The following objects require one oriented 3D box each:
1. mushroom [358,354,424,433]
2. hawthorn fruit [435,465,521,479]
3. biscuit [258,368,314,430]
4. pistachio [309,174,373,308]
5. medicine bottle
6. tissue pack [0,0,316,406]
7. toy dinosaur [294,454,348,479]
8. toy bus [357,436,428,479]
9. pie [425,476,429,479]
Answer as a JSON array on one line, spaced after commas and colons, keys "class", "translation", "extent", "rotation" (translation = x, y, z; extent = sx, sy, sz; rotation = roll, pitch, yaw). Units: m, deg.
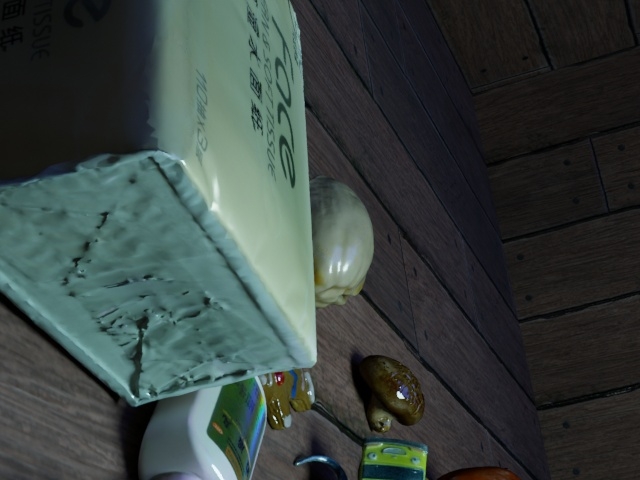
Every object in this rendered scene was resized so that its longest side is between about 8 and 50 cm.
[{"class": "mushroom", "translation": [0.103, 0.217, 1.751], "extent": [0.126, 0.085, 0.109], "rotation": [56, 23, -63]}, {"class": "hawthorn fruit", "translation": [0.227, 0.425, 1.841], "extent": [0.202, 0.185, 0.185], "rotation": [23, 42, -23]}, {"class": "biscuit", "translation": [-0.052, 0.146, 1.385], "extent": [0.205, 0.031, 0.138], "rotation": [11, 65, -71]}, {"class": "pistachio", "translation": [0.000, 0.000, 1.521], "extent": [0.215, 0.144, 0.144], "rotation": [-91, 160, -58]}, {"class": "medicine bottle", "translation": [-0.105, 0.187, 1.066], "extent": [0.219, 0.078, 0.115], "rotation": [-75, 148, -62]}, {"class": "tissue pack", "translation": [-0.142, -0.120, 0.998], "extent": [0.332, 0.205, 0.405], "rotation": [60, 22, -53]}, {"class": "toy dinosaur", "translation": [-0.009, 0.338, 1.267], "extent": [0.363, 0.076, 0.147], "rotation": [-33, 104, -72]}, {"class": "toy bus", "translation": [0.081, 0.328, 1.462], "extent": [0.101, 0.088, 0.175], "rotation": [-78, 173, -52]}, {"class": "pie", "translation": [0.122, 0.398, 1.648], "extent": [0.179, 0.084, 0.205], "rotation": [-81, 154, -57]}]
